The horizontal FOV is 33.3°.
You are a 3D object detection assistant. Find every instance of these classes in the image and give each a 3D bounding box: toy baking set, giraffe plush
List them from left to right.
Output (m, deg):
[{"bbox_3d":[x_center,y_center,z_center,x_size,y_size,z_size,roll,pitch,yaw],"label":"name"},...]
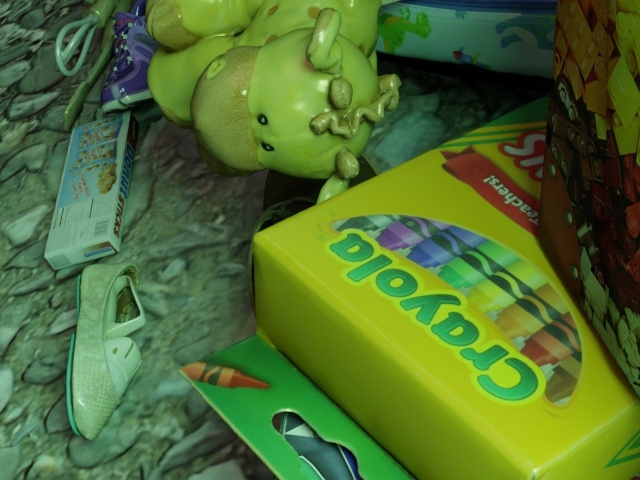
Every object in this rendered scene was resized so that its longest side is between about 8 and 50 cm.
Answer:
[{"bbox_3d":[-0.218,-0.242,1.056,0.030,0.256,0.197,17,16,0],"label":"toy baking set"},{"bbox_3d":[-0.017,-0.095,0.669,0.210,0.181,0.170,-26,32,19],"label":"giraffe plush"}]

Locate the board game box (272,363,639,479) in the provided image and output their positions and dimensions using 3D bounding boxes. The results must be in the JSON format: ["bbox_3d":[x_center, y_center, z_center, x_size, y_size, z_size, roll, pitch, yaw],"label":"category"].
[{"bbox_3d":[0.074,0.187,0.487,0.213,0.046,0.317,5,40,3],"label":"board game box"}]

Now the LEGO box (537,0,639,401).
[{"bbox_3d":[0.354,-0.135,0.394,0.500,0.373,0.193,-13,41,-8],"label":"LEGO box"}]

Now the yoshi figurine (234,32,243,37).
[{"bbox_3d":[-0.064,-0.324,1.101,0.203,0.203,0.362,38,49,5],"label":"yoshi figurine"}]

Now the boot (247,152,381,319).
[{"bbox_3d":[0.000,0.000,0.743,0.112,0.115,0.305,-22,40,11],"label":"boot"}]

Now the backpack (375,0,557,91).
[{"bbox_3d":[0.155,-0.228,0.800,0.355,0.273,0.290,34,39,32],"label":"backpack"}]

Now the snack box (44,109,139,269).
[{"bbox_3d":[-0.205,-0.050,0.972,0.064,0.022,0.178,-16,43,13],"label":"snack box"}]

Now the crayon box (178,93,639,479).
[{"bbox_3d":[0.108,0.034,0.569,0.318,0.081,0.202,-27,48,-30],"label":"crayon box"}]

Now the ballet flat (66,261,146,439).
[{"bbox_3d":[-0.158,0.073,0.801,0.052,0.057,0.168,-13,43,2],"label":"ballet flat"}]

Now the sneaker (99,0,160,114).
[{"bbox_3d":[-0.187,-0.183,1.050,0.068,0.071,0.170,-15,36,18],"label":"sneaker"}]
